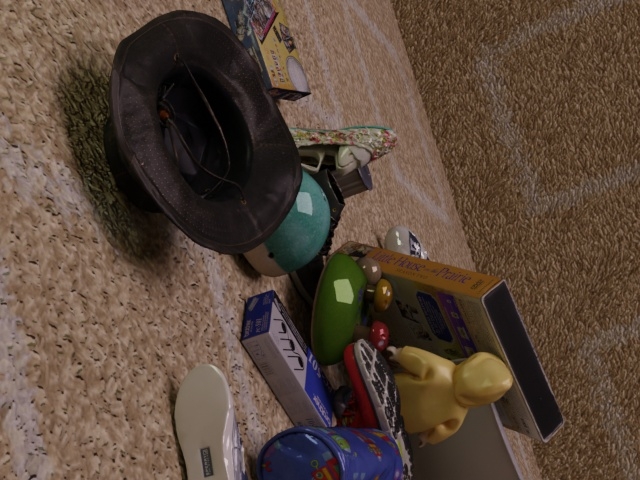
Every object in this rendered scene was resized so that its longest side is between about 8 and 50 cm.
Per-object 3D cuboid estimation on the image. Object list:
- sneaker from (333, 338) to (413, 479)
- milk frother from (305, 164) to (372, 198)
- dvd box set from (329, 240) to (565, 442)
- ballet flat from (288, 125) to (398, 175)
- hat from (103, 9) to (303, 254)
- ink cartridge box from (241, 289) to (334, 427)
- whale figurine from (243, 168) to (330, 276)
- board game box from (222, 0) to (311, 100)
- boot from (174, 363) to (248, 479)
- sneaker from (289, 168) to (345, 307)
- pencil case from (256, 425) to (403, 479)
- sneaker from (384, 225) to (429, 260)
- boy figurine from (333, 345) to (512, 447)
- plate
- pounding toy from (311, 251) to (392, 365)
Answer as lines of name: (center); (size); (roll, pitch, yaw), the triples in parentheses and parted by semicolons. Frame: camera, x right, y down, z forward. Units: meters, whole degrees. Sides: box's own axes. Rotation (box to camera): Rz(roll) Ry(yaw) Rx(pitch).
sneaker: (0.062, 0.280, 1.837); (0.107, 0.118, 0.279); (-71, 151, -62)
milk frother: (0.014, -0.083, 2.115); (0.129, 0.134, 0.143); (37, 36, -63)
dvd box set: (0.210, 0.166, 2.117); (0.420, 0.062, 0.308); (14, -44, 55)
ballet flat: (0.008, -0.142, 2.020); (0.091, 0.240, 0.077); (88, 2, -60)
hat: (-0.172, -0.115, 1.508); (0.331, 0.134, 0.331); (31, 48, -41)
ink cartridge box: (-0.044, 0.179, 1.744); (0.097, 0.046, 0.207); (-85, 152, -55)
whale figurine: (-0.061, -0.075, 1.831); (0.272, 0.141, 0.216); (-94, 157, -49)
board game box: (-0.104, -0.376, 2.212); (0.165, 0.042, 0.243); (-5, 76, -66)
boot: (-0.118, 0.241, 1.391); (0.086, 0.069, 0.190); (55, 28, -64)
sneaker: (0.000, 0.000, 1.990); (0.083, 0.118, 0.222); (-43, 112, -74)
pencil case: (0.018, 0.313, 1.643); (0.119, 0.133, 0.306); (45, 7, 20)
sneaker: (0.186, 0.077, 2.589); (0.153, 0.094, 0.235); (31, 51, -80)
boy figurine: (0.162, 0.238, 1.933); (0.177, 0.285, 0.092); (65, 19, -12)
plate: (0.219, 0.331, 2.078); (0.045, 0.278, 0.277); (-28, 99, -41)
pounding toy: (0.071, 0.116, 1.977); (0.237, 0.110, 0.183); (-4, 101, -73)
